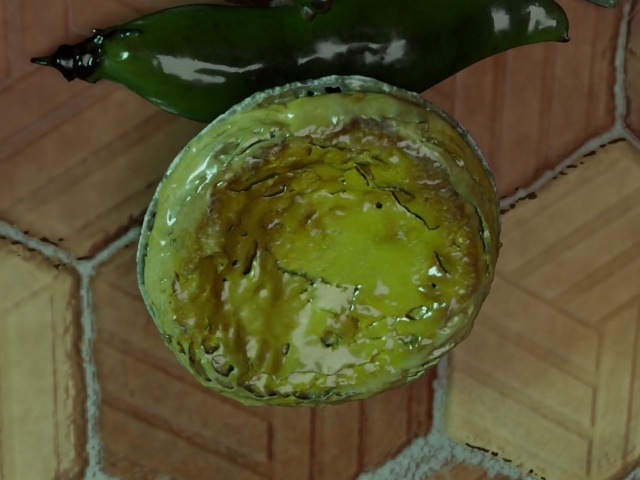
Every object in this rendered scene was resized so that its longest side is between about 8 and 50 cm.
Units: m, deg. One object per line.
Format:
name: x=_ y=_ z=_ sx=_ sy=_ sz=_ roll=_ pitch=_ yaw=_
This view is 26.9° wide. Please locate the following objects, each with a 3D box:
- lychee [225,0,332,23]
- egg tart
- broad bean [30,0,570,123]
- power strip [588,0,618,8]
lychee: x=-0.032 y=-0.192 z=0.776 sx=0.114 sy=0.114 sz=0.146 roll=-25 pitch=87 yaw=-8
egg tart: x=0.000 y=0.000 z=0.840 sx=0.234 sy=0.094 sz=0.234 roll=-5 pitch=122 yaw=-8
broad bean: x=-0.007 y=-0.115 z=0.836 sx=0.339 sy=0.061 sz=0.077 roll=-7 pitch=97 yaw=-15
power strip: x=0.167 y=-0.178 z=0.894 sx=0.083 sy=0.017 sz=0.027 roll=15 pitch=100 yaw=-21
